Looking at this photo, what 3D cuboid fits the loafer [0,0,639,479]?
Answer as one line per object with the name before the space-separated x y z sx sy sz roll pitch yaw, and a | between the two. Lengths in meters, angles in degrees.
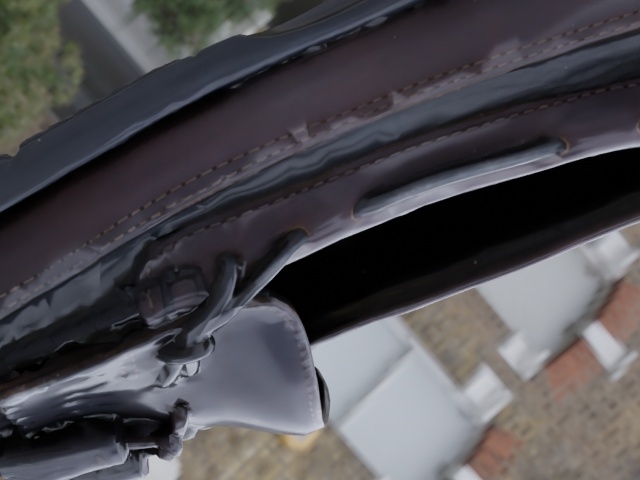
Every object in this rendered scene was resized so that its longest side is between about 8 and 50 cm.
loafer | 0.000 0.000 0.390 0.303 0.095 0.109 -31 170 1
